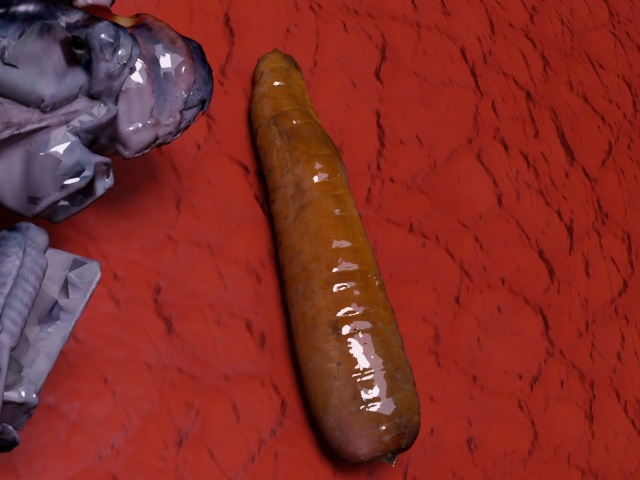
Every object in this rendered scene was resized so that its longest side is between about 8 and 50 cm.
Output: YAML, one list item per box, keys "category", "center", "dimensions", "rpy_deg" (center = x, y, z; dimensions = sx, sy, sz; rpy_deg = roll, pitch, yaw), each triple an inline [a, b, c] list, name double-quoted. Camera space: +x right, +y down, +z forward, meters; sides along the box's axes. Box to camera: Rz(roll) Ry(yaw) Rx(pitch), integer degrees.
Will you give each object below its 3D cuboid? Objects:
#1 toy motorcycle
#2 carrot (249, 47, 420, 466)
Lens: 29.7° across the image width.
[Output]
- category: "toy motorcycle"
  center: [-0.150, -0.008, 0.466]
  dimensions: [0.207, 0.134, 0.401]
  rpy_deg: [18, 56, -23]
- category: "carrot"
  center: [0.000, 0.000, 0.634]
  dimensions: [0.059, 0.059, 0.248]
  rpy_deg: [1, 64, -38]
